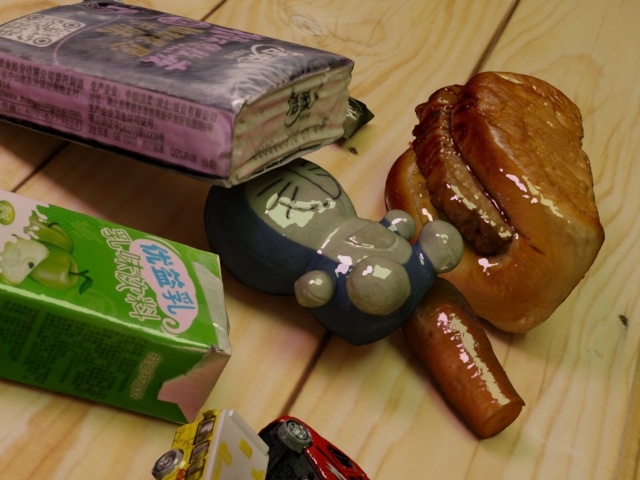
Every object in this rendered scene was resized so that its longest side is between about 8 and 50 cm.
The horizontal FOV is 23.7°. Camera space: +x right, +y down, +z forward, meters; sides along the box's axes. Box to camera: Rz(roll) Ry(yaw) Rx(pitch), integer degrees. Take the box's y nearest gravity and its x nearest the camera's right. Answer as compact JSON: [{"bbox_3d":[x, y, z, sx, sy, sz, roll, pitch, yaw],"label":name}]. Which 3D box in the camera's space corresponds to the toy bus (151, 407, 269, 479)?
[{"bbox_3d":[-0.102,0.238,1.271,0.081,0.074,0.226,51,25,-21],"label":"toy bus"}]

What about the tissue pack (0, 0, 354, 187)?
[{"bbox_3d":[-0.175,-0.171,1.665,0.361,0.122,0.259,17,26,24],"label":"tissue pack"}]

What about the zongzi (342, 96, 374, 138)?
[{"bbox_3d":[0.012,-0.181,2.029,0.109,0.055,0.119,32,19,6],"label":"zongzi"}]

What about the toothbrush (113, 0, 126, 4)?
[{"bbox_3d":[-0.341,-0.382,2.047,0.288,0.024,0.026,45,33,25],"label":"toothbrush"}]

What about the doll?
[{"bbox_3d":[0.000,0.000,1.648,0.258,0.154,0.228,39,37,12],"label":"doll"}]

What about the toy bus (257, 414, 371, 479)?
[{"bbox_3d":[0.010,0.246,1.377,0.089,0.081,0.195,8,36,-48],"label":"toy bus"}]

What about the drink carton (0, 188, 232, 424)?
[{"bbox_3d":[-0.225,0.059,1.419,0.271,0.108,0.161,17,33,-21],"label":"drink carton"}]

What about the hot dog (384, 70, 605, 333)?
[{"bbox_3d":[0.207,-0.074,1.904,0.223,0.185,0.405,25,30,-11],"label":"hot dog"}]

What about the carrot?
[{"bbox_3d":[0.148,0.122,1.668,0.087,0.087,0.193,4,41,-36],"label":"carrot"}]
